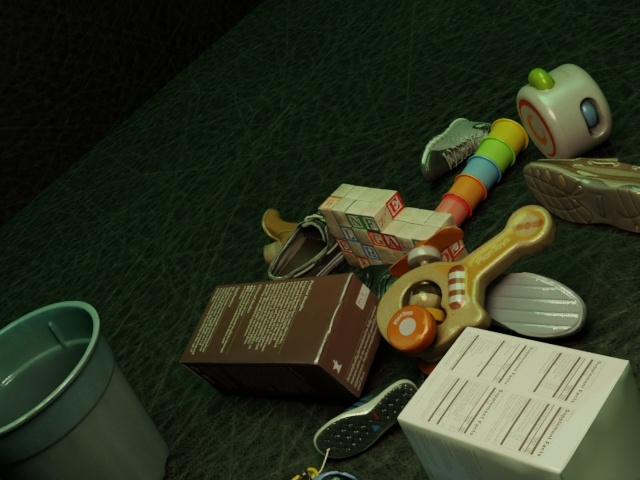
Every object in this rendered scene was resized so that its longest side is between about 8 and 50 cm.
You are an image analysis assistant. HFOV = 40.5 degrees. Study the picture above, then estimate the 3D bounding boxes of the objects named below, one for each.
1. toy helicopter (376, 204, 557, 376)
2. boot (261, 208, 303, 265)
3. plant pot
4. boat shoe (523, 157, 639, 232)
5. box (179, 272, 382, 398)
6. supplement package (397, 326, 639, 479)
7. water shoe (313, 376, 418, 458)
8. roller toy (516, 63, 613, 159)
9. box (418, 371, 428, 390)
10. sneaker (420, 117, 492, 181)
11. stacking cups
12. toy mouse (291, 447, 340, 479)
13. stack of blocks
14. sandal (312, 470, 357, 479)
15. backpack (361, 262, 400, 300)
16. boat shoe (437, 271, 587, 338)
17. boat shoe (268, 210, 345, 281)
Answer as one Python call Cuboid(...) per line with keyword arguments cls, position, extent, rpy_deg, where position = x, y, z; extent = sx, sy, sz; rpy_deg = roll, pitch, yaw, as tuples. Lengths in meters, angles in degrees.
Cuboid(cls="toy helicopter", position=(0.246, 0.055, 1.503), extent=(0.355, 0.140, 0.235), rpy_deg=(-38, 44, 10))
Cuboid(cls="boot", position=(-0.059, -0.023, 2.097), extent=(0.152, 0.073, 0.197), rpy_deg=(-19, 42, 11))
Cuboid(cls="plant pot", position=(-0.471, 0.349, 1.611), extent=(0.341, 0.334, 0.341), rpy_deg=(-21, 30, 13))
Cuboid(cls="boat shoe", position=(0.541, -0.102, 1.680), extent=(0.116, 0.123, 0.324), rpy_deg=(-35, 36, -25))
Cuboid(cls="box", position=(-0.072, 0.184, 1.652), extent=(0.381, 0.143, 0.191), rpy_deg=(-8, 48, 45))
Cuboid(cls="supplement package", position=(0.293, 0.276, 1.216), extent=(0.263, 0.199, 0.198), rpy_deg=(8, 46, 46))
Cuboid(cls="water shoe", position=(0.082, 0.308, 1.498), extent=(0.203, 0.073, 0.080), rpy_deg=(-30, 1, 2))
Cuboid(cls="roller toy", position=(0.529, -0.273, 1.866), extent=(0.146, 0.209, 0.191), rpy_deg=(-30, 69, -1))
Cuboid(cls="box", position=(0.205, 0.250, 1.509), extent=(0.067, 0.018, 0.083), rpy_deg=(-15, 33, 23))
Cuboid(cls="sneaker", position=(0.337, -0.220, 2.049), extent=(0.132, 0.086, 0.228), rpy_deg=(5, 43, 41))
Cuboid(cls="stacking cups", position=(0.353, -0.136, 1.910), extent=(0.096, 0.096, 0.316), rpy_deg=(4, 47, 44))
Cuboid(cls="toy mouse", position=(-0.008, 0.433, 1.397), extent=(0.161, 0.031, 0.143), rpy_deg=(-38, 34, -11))
Cuboid(cls="stack of blocks", position=(0.151, -0.013, 1.803), extent=(0.297, 0.171, 0.087), rpy_deg=(13, 50, 48))
Cuboid(cls="sandal", position=(0.090, 0.416, 1.222), extent=(0.317, 0.138, 0.126), rpy_deg=(9, 46, 33))
Cuboid(cls="backpack", position=(0.129, 0.117, 1.693), extent=(0.098, 0.101, 0.120), rpy_deg=(-10, 43, 40))
Cuboid(cls="boat shoe", position=(0.335, 0.106, 1.540), extent=(0.302, 0.094, 0.109), rpy_deg=(10, 89, 39))
Cuboid(cls="boat shoe", position=(0.000, 0.000, 1.933), extent=(0.121, 0.119, 0.335), rpy_deg=(22, 60, 21))
